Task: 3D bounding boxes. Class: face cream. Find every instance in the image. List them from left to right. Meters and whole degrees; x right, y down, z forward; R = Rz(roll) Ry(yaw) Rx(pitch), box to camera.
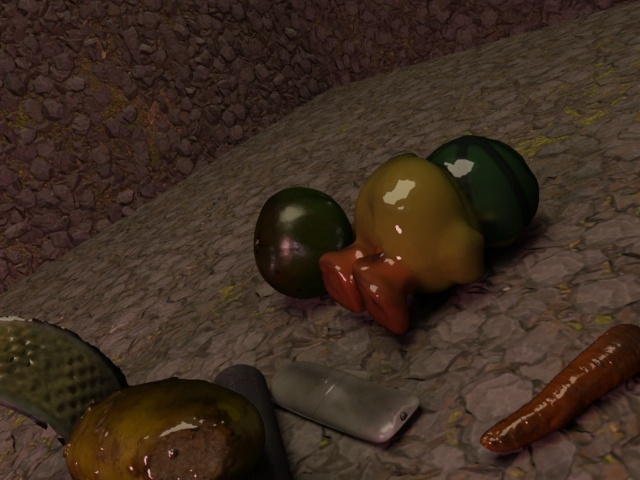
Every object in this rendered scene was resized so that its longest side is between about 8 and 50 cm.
[{"bbox_3d":[-0.075,0.229,0.661,0.073,0.073,0.283,-27,20,-4],"label":"face cream"}]

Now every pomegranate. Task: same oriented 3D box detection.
[{"bbox_3d":[0.000,0.002,1.021,0.225,0.187,0.187,-7,14,-20],"label":"pomegranate"}]

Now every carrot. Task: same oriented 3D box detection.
[{"bbox_3d":[0.230,0.141,0.568,0.191,0.047,0.047,-34,21,-10],"label":"carrot"}]

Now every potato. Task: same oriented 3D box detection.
[{"bbox_3d":[-0.151,0.189,0.585,0.149,0.113,0.251,-12,-8,-46],"label":"potato"}]

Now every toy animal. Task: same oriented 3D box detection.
[{"bbox_3d":[0.157,-0.035,0.865,0.338,0.191,0.216,-33,21,-20],"label":"toy animal"}]

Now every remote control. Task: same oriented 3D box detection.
[{"bbox_3d":[0.015,0.178,0.723,0.073,0.044,0.229,-35,22,-32],"label":"remote control"}]

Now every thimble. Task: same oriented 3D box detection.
[{"bbox_3d":[-0.372,0.238,0.722,0.271,0.270,0.150,-23,22,7],"label":"thimble"}]
